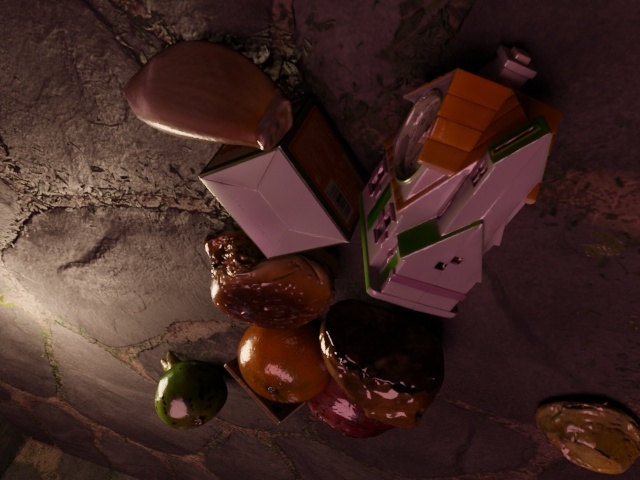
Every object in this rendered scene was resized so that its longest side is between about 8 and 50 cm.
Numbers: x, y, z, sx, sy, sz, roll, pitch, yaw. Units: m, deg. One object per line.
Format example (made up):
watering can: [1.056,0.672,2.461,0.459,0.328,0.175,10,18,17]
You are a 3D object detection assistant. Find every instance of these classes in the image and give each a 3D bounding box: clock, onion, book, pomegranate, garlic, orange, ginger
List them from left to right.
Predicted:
pomegranate: [-0.390,0.432,1.651,0.263,0.211,0.211,51,158,39]
garlic: [-0.164,-0.214,0.835,0.318,0.143,0.112,20,173,37]
book: [-0.136,0.362,1.419,0.199,0.138,0.016,43,115,15]
orange: [-0.086,0.286,1.325,0.240,0.171,0.240,15,141,13]
onion: [0.095,0.439,1.442,0.284,0.120,0.227,21,145,6]
ginger: [0.120,0.246,1.148,0.270,0.200,0.222,18,135,4]
clock: [0.174,-0.092,0.736,0.166,0.235,0.309,17,131,-17]

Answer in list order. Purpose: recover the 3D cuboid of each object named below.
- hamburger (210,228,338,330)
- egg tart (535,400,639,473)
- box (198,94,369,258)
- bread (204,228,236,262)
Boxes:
hamburger: [-0.089,0.076,1.077,0.243,0.146,0.286,-5,146,11]
egg tart: [0.578,0.430,1.203,0.232,0.098,0.252,8,141,26]
box: [-0.049,-0.096,0.903,0.178,0.148,0.195,-13,128,38]
bread: [-0.188,0.033,1.202,0.126,0.044,0.129,-24,117,41]
